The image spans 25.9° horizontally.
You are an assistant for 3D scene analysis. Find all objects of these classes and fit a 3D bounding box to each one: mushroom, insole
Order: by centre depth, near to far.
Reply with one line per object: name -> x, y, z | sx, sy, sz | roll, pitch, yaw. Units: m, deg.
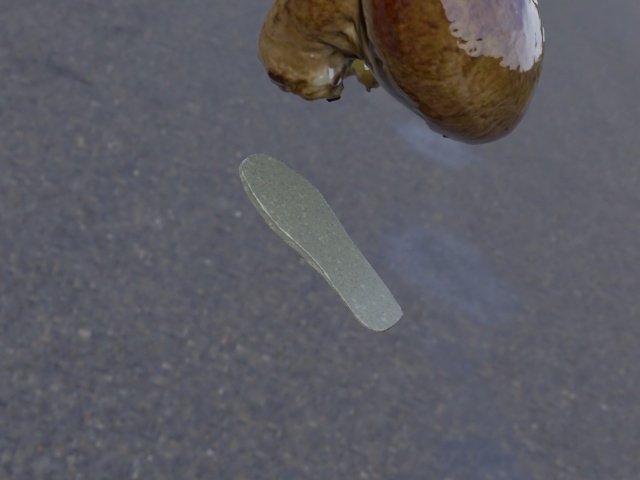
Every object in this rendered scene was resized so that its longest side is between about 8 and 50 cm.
mushroom -> 0.077, -0.201, 1.124 | 0.267, 0.255, 0.267 | 57, -5, 7
insole -> 0.000, 0.000, 1.185 | 0.063, 0.010, 0.192 | -32, 79, -38

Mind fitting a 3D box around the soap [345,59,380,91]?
soap -> 0.038, -0.297, 1.337 | 0.143, 0.281, 0.259 | -19, 22, -18
